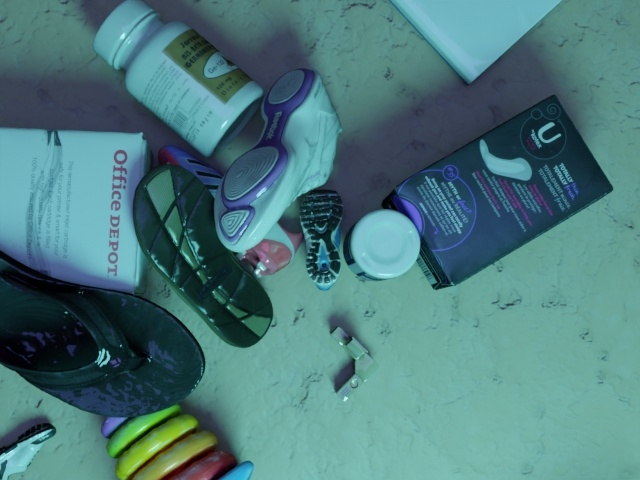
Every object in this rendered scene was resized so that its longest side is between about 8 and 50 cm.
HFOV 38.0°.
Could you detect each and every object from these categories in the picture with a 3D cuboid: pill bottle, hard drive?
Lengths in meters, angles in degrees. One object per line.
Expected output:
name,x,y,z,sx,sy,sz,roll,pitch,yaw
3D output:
pill bottle,0.081,0.010,1.313,0.094,0.169,0.094,0,86,-5
pill bottle,-0.205,-0.238,1.333,0.229,0.131,0.131,40,84,0
hard drive,0.196,-0.424,1.421,0.210,0.040,0.318,-42,89,-6

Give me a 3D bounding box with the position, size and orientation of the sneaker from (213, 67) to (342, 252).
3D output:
sneaker,-0.040,-0.095,1.295,0.114,0.152,0.305,0,52,36

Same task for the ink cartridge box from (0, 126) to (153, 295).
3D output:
ink cartridge box,-0.398,-0.038,1.305,0.308,0.129,0.223,2,85,-4

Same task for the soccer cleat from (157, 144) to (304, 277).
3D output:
soccer cleat,-0.133,-0.054,1.357,0.248,0.083,0.095,45,64,2

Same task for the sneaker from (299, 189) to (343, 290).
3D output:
sneaker,0.000,0.000,1.363,0.064,0.073,0.162,2,65,1

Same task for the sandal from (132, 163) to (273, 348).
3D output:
sandal,-0.174,0.030,1.302,0.120,0.086,0.302,-38,121,-18

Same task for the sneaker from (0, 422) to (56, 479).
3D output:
sneaker,-0.421,0.301,1.326,0.109,0.040,0.043,-33,104,-2

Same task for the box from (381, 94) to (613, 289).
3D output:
box,0.248,-0.064,1.343,0.270,0.143,0.165,-30,87,-6

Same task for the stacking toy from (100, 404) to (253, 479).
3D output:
stacking toy,-0.243,0.266,1.292,0.175,0.165,0.301,-33,77,-21

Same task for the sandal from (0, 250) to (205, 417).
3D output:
sandal,-0.367,0.113,1.189,0.446,0.107,0.167,23,95,-5

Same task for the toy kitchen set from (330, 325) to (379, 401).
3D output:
toy kitchen set,0.032,0.178,1.346,0.083,0.068,0.075,45,84,1
